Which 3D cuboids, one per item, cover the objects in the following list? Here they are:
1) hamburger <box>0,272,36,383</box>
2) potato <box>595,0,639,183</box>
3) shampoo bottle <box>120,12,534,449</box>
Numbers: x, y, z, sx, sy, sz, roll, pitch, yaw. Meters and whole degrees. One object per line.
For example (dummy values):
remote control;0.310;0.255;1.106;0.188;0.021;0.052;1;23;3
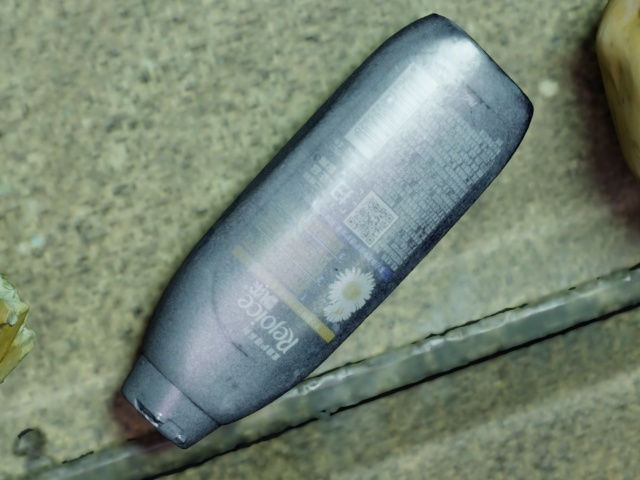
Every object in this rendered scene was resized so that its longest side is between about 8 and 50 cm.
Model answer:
hamburger;-0.289;0.027;0.827;0.309;0.132;0.211;35;88;-20
potato;0.200;-0.060;0.951;0.109;0.118;0.178;-30;127;29
shampoo bottle;0.000;0.000;0.939;0.087;0.049;0.234;43;88;-20
